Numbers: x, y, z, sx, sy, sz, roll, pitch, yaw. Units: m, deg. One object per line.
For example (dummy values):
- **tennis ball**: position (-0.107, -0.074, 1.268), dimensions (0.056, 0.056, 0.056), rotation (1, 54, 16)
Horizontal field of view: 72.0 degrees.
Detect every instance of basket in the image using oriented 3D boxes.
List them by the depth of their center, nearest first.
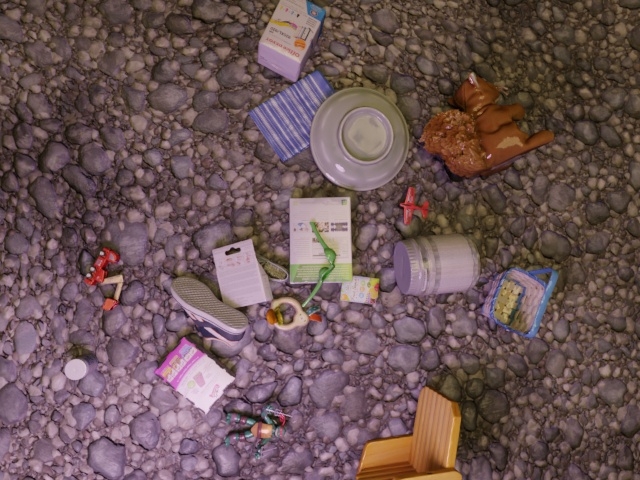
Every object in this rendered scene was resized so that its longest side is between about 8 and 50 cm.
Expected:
- **basket**: position (0.742, 0.220, 1.625), dimensions (0.201, 0.289, 0.254), rotation (26, 85, 0)

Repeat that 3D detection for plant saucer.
- **plant saucer**: position (0.161, -0.389, 1.671), dimensions (0.401, 0.100, 0.400), rotation (-1, 93, -11)

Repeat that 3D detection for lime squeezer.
- **lime squeezer**: position (-0.002, 0.089, 1.577), dimensions (0.110, 0.059, 0.310), rotation (5, 86, 2)

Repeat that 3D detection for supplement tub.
- **supplement tub**: position (-0.801, 0.424, 1.481), dimensions (0.071, 0.107, 0.070), rotation (1, 85, -8)

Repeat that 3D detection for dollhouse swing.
- **dollhouse swing**: position (0.283, 0.684, 1.488), dimensions (0.315, 0.347, 0.304), rotation (-4, 86, -8)

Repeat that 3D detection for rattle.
- **rattle**: position (-0.088, 0.265, 1.585), dimensions (0.200, 0.142, 0.130), rotation (12, 65, -1)

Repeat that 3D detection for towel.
- **towel**: position (-0.073, -0.487, 1.704), dimensions (0.336, 0.040, 0.243), rotation (-35, 89, -9)

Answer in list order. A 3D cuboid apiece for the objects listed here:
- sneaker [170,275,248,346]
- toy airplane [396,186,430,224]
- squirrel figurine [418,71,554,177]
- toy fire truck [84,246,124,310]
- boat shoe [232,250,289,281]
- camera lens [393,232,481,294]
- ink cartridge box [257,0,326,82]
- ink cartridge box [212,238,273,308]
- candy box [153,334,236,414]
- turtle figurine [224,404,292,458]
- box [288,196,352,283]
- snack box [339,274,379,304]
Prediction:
- **sneaker**: position (-0.404, 0.257, 1.541), dimensions (0.321, 0.127, 0.126), rotation (33, 36, 16)
- **toy airplane**: position (0.372, -0.133, 1.738), dimensions (0.151, 0.028, 0.151), rotation (1, 86, -8)
- **squirrel figurine**: position (0.590, -0.443, 1.683), dimensions (0.397, 0.281, 0.370), rotation (-20, 81, -12)
- **toy fire truck**: position (-0.743, 0.134, 1.547), dimensions (0.135, 0.047, 0.192), rotation (28, 81, -5)
- **boat shoe**: position (-0.217, 0.092, 1.607), dimensions (0.228, 0.081, 0.079), rotation (21, 82, -6)
- **camera lens**: position (0.432, 0.088, 1.629), dimensions (0.275, 0.219, 0.219), rotation (-5, 85, -9)
- **ink cartridge box**: position (-0.110, -0.761, 1.657), dimensions (0.171, 0.168, 0.232), rotation (25, 83, -6)
- **ink cartridge box**: position (-0.281, 0.122, 1.570), dimensions (0.181, 0.056, 0.224), rotation (-15, 85, 23)
- **candy box**: position (-0.437, 0.468, 1.547), dimensions (0.233, 0.071, 0.159), rotation (40, 80, -2)
- **turtle figurine**: position (-0.211, 0.664, 1.539), dimensions (0.234, 0.118, 0.175), rotation (1, 69, 7)
- **box**: position (0.000, 0.000, 1.642), dimensions (0.233, 0.058, 0.321), rotation (-1, 83, 2)
- **snack box**: position (0.147, 0.186, 1.672), dimensions (0.141, 0.037, 0.100), rotation (8, 82, -6)
